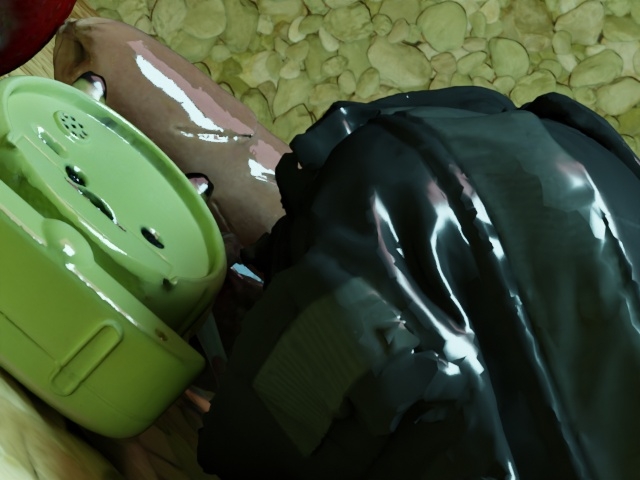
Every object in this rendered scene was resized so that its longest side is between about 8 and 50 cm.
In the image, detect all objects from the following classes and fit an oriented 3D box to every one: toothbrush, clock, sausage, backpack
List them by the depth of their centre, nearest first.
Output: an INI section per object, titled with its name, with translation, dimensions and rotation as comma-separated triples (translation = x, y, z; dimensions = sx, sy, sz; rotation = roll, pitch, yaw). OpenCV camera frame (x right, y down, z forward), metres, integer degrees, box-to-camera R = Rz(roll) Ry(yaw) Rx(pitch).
[clock]
translation = -0.116, -0.012, 0.928
dimensions = 0.170, 0.069, 0.232
rotation = 41, 20, -8
[backpack]
translation = 0.084, 0.082, 0.929
dimensions = 0.363, 0.255, 0.446
rotation = 65, 4, 7
[toothbrush]
translation = -0.044, 0.086, 0.987
dimensions = 0.193, 0.013, 0.019
rotation = 69, 10, 19
[sausage]
translation = -0.001, 0.001, 1.240
dimensions = 0.433, 0.088, 0.088
rotation = 37, 6, -22

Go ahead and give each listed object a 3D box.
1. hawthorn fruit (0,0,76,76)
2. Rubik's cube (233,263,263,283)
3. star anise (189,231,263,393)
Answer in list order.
[hawthorn fruit]
translation = -0.234, -0.172, 1.171
dimensions = 0.185, 0.185, 0.202
rotation = 44, 22, -19
[Rubik's cube]
translation = 0.051, 0.097, 1.435
dimensions = 0.233, 0.228, 0.228
rotation = -7, 87, -40
[star anise]
translation = -0.083, 0.028, 1.123
dimensions = 0.209, 0.089, 0.231
rotation = 35, -5, -22
